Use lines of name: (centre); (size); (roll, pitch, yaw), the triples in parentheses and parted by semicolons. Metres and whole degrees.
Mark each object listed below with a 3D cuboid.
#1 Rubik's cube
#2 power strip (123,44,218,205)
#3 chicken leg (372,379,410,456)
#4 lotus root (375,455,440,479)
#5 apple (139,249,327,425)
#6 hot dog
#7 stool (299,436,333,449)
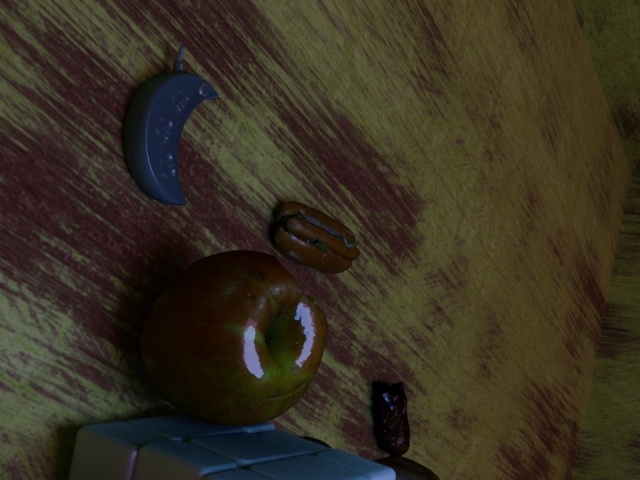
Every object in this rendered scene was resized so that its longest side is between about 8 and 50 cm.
Rubik's cube: (-0.129, 0.419, 1.176); (0.321, 0.315, 0.319); (10, 92, -59)
power strip: (-0.208, -0.164, 1.252); (0.137, 0.044, 0.216); (31, 68, -55)
chicken leg: (0.153, 0.380, 1.894); (0.105, 0.063, 0.234); (-38, 127, -44)
lotus root: (0.194, 0.516, 1.938); (0.159, 0.135, 0.095); (80, 31, -46)
apple: (-0.127, 0.134, 1.258); (0.246, 0.226, 0.246); (3, 86, -50)
hot dog: (0.000, 0.000, 1.587); (0.249, 0.068, 0.100); (24, 73, -57)
stool: (0.021, 0.493, 1.582); (0.272, 0.178, 0.272); (-7, 99, -58)
